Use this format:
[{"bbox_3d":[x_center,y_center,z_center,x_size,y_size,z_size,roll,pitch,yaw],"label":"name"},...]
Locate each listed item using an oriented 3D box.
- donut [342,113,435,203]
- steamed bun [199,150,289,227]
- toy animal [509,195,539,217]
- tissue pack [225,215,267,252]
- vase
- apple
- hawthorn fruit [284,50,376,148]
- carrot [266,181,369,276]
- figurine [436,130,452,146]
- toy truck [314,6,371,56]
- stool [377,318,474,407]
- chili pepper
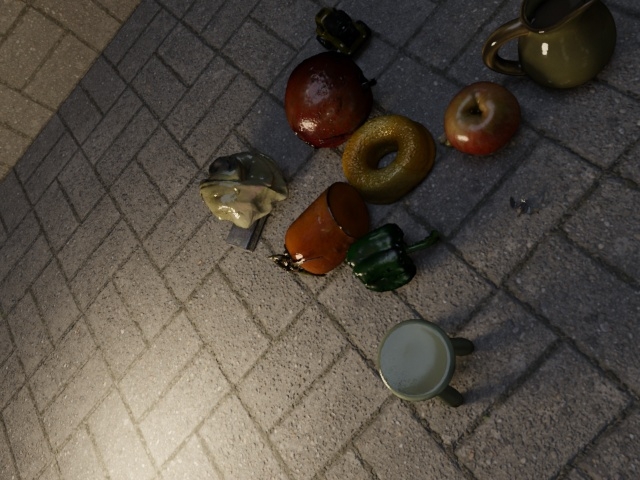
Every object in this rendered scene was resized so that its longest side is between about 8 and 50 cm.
[{"bbox_3d":[0.201,-0.266,1.625,0.303,0.110,0.302,-11,68,28],"label":"donut"},{"bbox_3d":[-0.280,-0.206,1.791,0.280,0.207,0.268,-40,48,-10],"label":"steamed bun"},{"bbox_3d":[0.540,-0.085,1.402,0.084,0.028,0.050,32,82,36],"label":"toy animal"},{"bbox_3d":[-0.264,-0.044,1.856,0.112,0.051,0.156,17,81,36],"label":"tissue pack"},{"bbox_3d":[0.593,-0.540,1.374,0.329,0.302,0.240,-16,66,27],"label":"vase"},{"bbox_3d":[0.453,-0.342,1.464,0.210,0.164,0.209,-5,79,26],"label":"apple"},{"bbox_3d":[0.019,-0.462,1.702,0.316,0.316,0.315,-11,67,27],"label":"hawthorn fruit"},{"bbox_3d":[0.000,0.000,1.589,0.331,0.193,0.214,-41,38,23],"label":"carrot"},{"bbox_3d":[0.394,-0.316,1.569,0.050,0.047,0.083,43,96,18],"label":"figurine"},{"bbox_3d":[0.060,-0.756,1.855,0.147,0.165,0.224,-47,55,9],"label":"toy truck"},{"bbox_3d":[0.266,0.309,1.321,0.195,0.199,0.195,8,78,31],"label":"stool"},{"bbox_3d":[0.209,0.030,1.481,0.261,0.165,0.173,-28,48,17],"label":"chili pepper"}]
